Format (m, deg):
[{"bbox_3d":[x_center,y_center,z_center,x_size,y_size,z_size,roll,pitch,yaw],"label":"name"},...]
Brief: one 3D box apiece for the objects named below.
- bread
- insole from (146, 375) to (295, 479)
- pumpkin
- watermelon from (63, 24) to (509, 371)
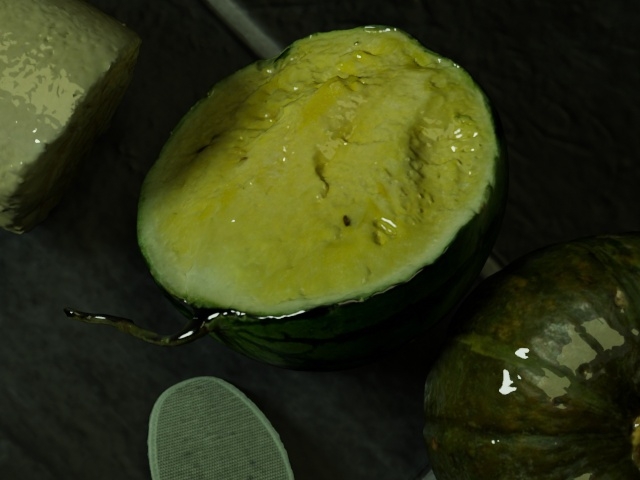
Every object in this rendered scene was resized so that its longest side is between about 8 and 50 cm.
[{"bbox_3d":[-0.187,-0.087,1.043,0.141,0.148,0.134,28,85,0],"label":"bread"},{"bbox_3d":[-0.036,0.159,1.012,0.080,0.003,0.232,-16,50,-17],"label":"insole"},{"bbox_3d":[0.163,0.103,1.048,0.223,0.157,0.224,1,87,-15],"label":"pumpkin"},{"bbox_3d":[0.005,-0.005,1.061,0.204,0.127,0.232,11,57,27],"label":"watermelon"}]
